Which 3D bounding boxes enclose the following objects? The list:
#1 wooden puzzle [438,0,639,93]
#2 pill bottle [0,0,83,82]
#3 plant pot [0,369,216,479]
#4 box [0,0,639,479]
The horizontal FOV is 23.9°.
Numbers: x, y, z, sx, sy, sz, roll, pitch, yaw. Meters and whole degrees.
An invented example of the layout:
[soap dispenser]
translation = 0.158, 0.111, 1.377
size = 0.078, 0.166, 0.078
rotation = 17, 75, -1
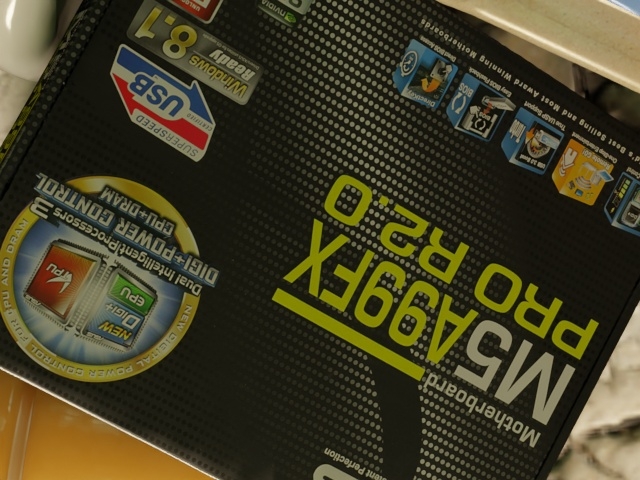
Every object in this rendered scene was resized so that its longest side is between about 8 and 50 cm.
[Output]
[wooden puzzle]
translation = 0.249, -0.157, 0.544
size = 0.347, 0.080, 0.322
rotation = 22, 116, -9
[pill bottle]
translation = -0.205, -0.197, 0.663
size = 0.278, 0.162, 0.162
rotation = 27, 116, 5
[plant pot]
translation = -0.097, 0.084, 0.738
size = 0.188, 0.205, 0.205
rotation = 10, 114, -5
[box]
translation = 0.000, 0.000, 0.640
size = 0.270, 0.060, 0.216
rotation = 31, 84, -17
